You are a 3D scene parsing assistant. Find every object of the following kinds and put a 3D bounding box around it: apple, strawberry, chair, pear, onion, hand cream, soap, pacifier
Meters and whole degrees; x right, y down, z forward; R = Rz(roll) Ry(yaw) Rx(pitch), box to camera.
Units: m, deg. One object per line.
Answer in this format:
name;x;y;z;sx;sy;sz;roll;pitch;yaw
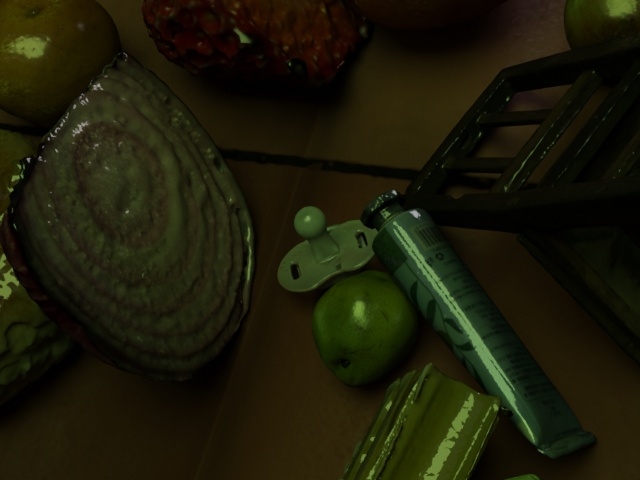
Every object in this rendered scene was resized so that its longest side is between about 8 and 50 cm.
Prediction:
apple;0.269;-0.196;0.995;0.114;0.099;0.102;-8;58;20
strawberry;-0.078;-0.228;1.118;0.178;0.234;0.233;-23;52;43
chair;0.259;-0.015;0.867;0.241;0.416;0.203;41;80;-13
pear;0.036;0.072;0.946;0.092;0.092;0.097;-6;62;17
onion;-0.174;0.001;0.992;0.111;0.247;0.250;-18;30;35
hand cream;0.119;0.063;0.899;0.055;0.088;0.256;-49;64;22
soap;0.043;0.209;0.835;0.076;0.135;0.233;31;73;0
pacifier;0.000;0.000;1.003;0.099;0.078;0.081;-27;36;6

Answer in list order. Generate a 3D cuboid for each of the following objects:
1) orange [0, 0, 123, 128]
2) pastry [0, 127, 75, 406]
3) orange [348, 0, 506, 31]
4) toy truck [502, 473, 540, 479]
orange;-0.280;-0.187;1.180;0.155;0.134;0.154;1;48;-1
pastry;-0.352;0.024;1.083;0.330;0.136;0.329;-9;60;15
orange;0.099;-0.313;1.044;0.240;0.240;0.240;-9;61;16
toy truck;0.147;0.248;0.801;0.077;0.100;0.169;-16;59;10
